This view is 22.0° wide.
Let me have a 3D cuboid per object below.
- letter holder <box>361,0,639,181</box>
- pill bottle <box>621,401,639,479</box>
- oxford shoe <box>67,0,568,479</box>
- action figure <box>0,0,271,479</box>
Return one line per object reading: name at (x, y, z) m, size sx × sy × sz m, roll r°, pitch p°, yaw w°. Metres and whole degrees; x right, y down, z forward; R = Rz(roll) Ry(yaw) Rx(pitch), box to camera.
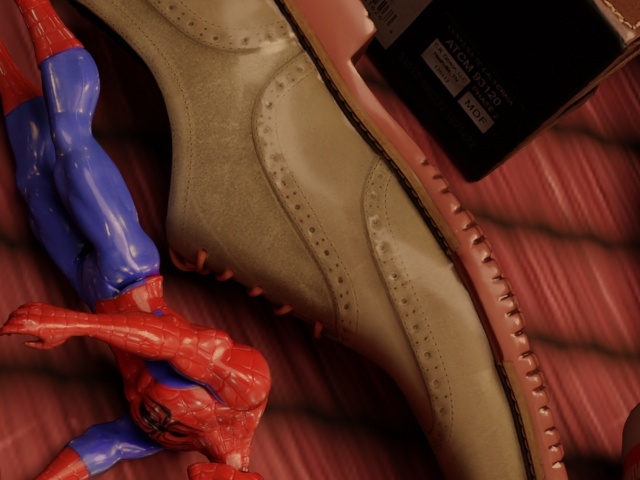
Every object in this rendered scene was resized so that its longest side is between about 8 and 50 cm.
letter holder at (0.087, -0.225, 0.864) m, size 0.214 × 0.152 × 0.302 m, roll -36°, pitch 85°, yaw -34°
pill bottle at (0.220, 0.224, 0.706) m, size 0.176 × 0.176 × 0.318 m, roll 13°, pitch 63°, yaw -18°
oxford shoe at (0.000, 0.000, 0.767) m, size 0.130 × 0.123 × 0.348 m, roll -28°, pitch 81°, yaw -4°
action figure at (-0.121, 0.017, 0.700) m, size 0.139 × 0.091 × 0.280 m, roll -26°, pitch 79°, yaw -37°
